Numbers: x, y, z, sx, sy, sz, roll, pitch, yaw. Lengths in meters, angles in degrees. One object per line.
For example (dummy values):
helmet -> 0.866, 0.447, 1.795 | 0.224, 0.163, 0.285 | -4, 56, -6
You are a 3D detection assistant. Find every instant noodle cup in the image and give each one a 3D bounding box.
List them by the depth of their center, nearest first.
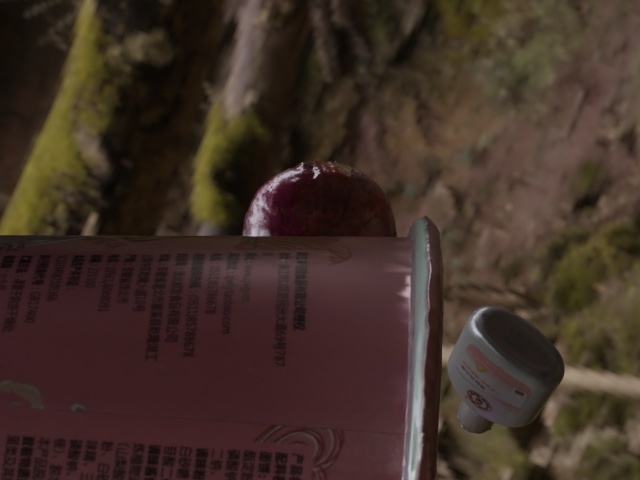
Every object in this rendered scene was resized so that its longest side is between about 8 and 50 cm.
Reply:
instant noodle cup -> -0.079, 0.103, 0.683 | 0.243, 0.231, 0.243 | -176, 90, -90

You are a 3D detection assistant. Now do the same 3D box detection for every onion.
onion -> 0.000, 0.000, 1.206 | 0.107, 0.107, 0.097 | -71, 24, 15

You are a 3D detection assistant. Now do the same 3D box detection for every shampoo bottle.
shampoo bottle -> 0.130, 0.104, 1.332 | 0.040, 0.080, 0.165 | -49, -10, -23
